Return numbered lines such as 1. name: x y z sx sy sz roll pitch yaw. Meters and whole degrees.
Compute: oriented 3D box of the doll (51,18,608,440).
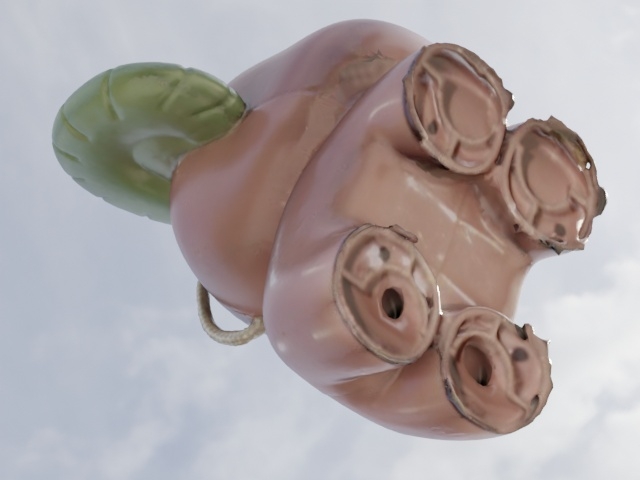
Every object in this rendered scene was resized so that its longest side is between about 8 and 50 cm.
1. doll: 0.000 0.000 0.705 0.284 0.268 0.216 37 -121 -24
